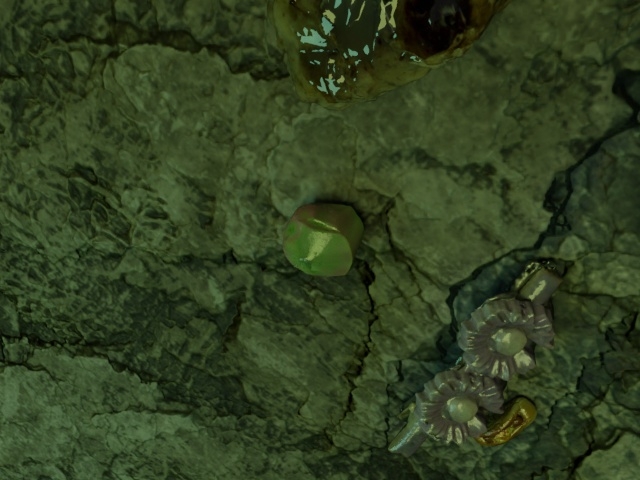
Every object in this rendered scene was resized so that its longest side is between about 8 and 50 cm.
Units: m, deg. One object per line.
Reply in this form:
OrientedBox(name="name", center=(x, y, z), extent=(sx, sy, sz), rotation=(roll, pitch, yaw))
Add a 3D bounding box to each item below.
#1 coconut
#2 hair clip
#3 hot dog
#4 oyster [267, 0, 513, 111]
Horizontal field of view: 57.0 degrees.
OrientedBox(name="coconut", center=(0.000, 0.000, 0.630), extent=(0.082, 0.081, 0.083), rotation=(-10, 122, 37))
OrientedBox(name="hair clip", center=(0.171, 0.140, 0.653), extent=(0.106, 0.084, 0.292), rotation=(23, 118, -15))
OrientedBox(name="hot dog", center=(0.214, 0.220, 0.696), extent=(0.030, 0.034, 0.090), rotation=(43, 122, -5))
OrientedBox(name="oyster", center=(0.059, -0.195, 0.501), extent=(0.232, 0.107, 0.162), rotation=(-10, 121, 25))
